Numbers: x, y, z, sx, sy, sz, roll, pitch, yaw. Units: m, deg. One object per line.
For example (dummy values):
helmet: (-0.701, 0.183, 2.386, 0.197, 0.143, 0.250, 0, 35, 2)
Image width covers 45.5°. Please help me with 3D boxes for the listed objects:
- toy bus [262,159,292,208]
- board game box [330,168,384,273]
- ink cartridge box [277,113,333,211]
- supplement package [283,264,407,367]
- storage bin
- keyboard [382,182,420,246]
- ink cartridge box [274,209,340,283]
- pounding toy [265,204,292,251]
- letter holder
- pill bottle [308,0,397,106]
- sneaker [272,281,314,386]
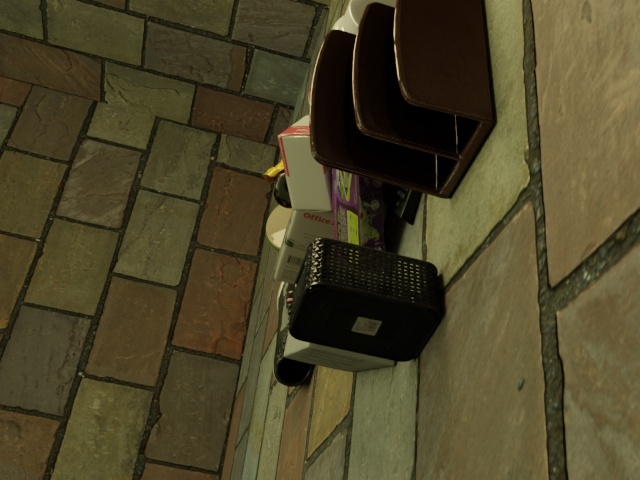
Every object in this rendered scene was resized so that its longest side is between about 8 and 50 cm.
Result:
toy bus: (0.012, -0.128, 1.715, 0.211, 0.220, 0.149, -44, 2, -6)
board game box: (0.058, -0.120, 1.317, 0.208, 0.056, 0.347, -147, 53, -71)
ink cartridge box: (0.017, -0.172, 1.504, 0.218, 0.092, 0.158, -48, -46, -52)
supplement package: (0.034, 0.131, 1.233, 0.244, 0.134, 0.139, 136, 147, -74)
storage bin: (0.058, 0.081, 1.012, 0.084, 0.180, 0.122, -85, 12, -45)
keyboard: (0.121, -0.082, 1.348, 0.317, 0.033, 0.201, -112, 36, -76)
ink cartridge box: (0.000, 0.000, 1.596, 0.086, 0.148, 0.203, -86, 13, -55)
pounding toy: (-0.032, -0.031, 1.896, 0.110, 0.183, 0.237, 74, -162, -49)
letter holder: (0.106, -0.238, 1.073, 0.152, 0.214, 0.302, 114, 167, -49)
pill bottle: (0.083, -0.367, 1.579, 0.283, 0.161, 0.161, 117, 164, -57)
sneaker: (-0.050, 0.206, 1.778, 0.147, 0.104, 0.296, -163, 81, -79)
